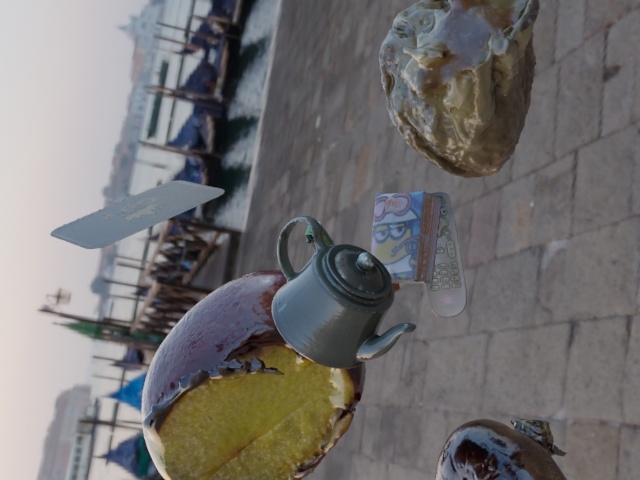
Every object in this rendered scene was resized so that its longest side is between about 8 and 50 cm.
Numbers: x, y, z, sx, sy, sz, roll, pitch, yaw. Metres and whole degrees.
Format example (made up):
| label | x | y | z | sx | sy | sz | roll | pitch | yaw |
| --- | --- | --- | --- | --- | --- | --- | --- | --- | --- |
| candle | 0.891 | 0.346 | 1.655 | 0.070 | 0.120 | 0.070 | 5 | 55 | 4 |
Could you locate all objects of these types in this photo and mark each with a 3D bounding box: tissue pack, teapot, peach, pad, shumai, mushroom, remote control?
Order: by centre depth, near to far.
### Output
| label | x | y | z | sx | sy | sz | roll | pitch | yaw |
| --- | --- | --- | --- | --- | --- | --- | --- | --- | --- |
| teapot | 0.027 | 0.065 | 1.148 | 0.239 | 0.162 | 0.149 | 47 | 129 | 20 |
| shumai | 0.247 | -0.249 | 1.242 | 0.262 | 0.267 | 0.314 | -167 | 62 | -78 |
| mushroom | 0.304 | 0.426 | 1.397 | 0.297 | 0.163 | 0.278 | 3 | 71 | 64 |
| tissue pack | 0.141 | -0.004 | 1.403 | 0.115 | 0.065 | 0.155 | 0 | 82 | 47 |
| peach | -0.127 | 0.265 | 1.477 | 0.353 | 0.339 | 0.416 | 3 | 45 | 52 |
| remote control | 0.217 | 0.026 | 1.495 | 0.044 | 0.073 | 0.229 | 75 | -174 | -81 |
| pad | -0.452 | -0.097 | 1.936 | 0.315 | 0.375 | 0.063 | 12 | 121 | 45 |

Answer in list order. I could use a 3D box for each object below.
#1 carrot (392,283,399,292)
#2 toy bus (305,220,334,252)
| label | x | y | z | sx | sy | sz | roll | pitch | yaw |
| --- | --- | --- | --- | --- | --- | --- | --- | --- | --- |
| carrot | 0.095 | 0.125 | 1.998 | 0.087 | 0.193 | 0.087 | 158 | 90 | -85 |
| toy bus | 0.000 | 0.000 | 1.537 | 0.083 | 0.031 | 0.037 | 54 | -134 | -52 |
